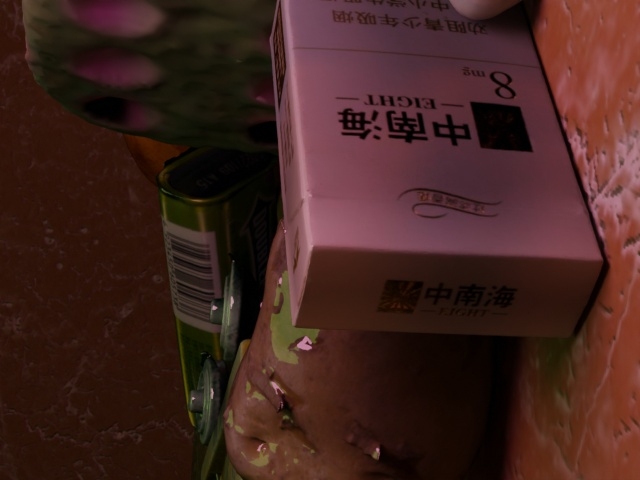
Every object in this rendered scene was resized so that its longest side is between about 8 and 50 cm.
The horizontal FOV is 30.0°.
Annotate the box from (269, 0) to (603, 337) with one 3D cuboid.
[{"bbox_3d":[0.054,-0.058,0.679,0.067,0.155,0.242,101,169,-46],"label":"box"}]

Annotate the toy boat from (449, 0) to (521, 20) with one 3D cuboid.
[{"bbox_3d":[0.083,-0.300,0.675,0.215,0.123,0.329,132,138,-77],"label":"toy boat"}]

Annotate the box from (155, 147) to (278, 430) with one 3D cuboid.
[{"bbox_3d":[-0.098,0.055,1.302,0.134,0.097,0.345,-44,-36,-42],"label":"box"}]

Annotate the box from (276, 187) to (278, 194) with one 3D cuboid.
[{"bbox_3d":[-0.116,-0.112,1.891,0.201,0.090,0.144,105,164,-54],"label":"box"}]

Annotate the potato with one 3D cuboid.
[{"bbox_3d":[0.032,0.078,0.756,0.165,0.165,0.262,-131,57,-76],"label":"potato"}]

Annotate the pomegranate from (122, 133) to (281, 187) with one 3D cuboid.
[{"bbox_3d":[-0.116,-0.179,1.425,0.264,0.264,0.264,-177,90,-80],"label":"pomegranate"}]

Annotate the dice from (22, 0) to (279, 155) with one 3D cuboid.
[{"bbox_3d":[-0.061,-0.263,0.925,0.322,0.319,0.330,116,156,-69],"label":"dice"}]

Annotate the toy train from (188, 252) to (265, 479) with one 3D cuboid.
[{"bbox_3d":[-0.037,0.182,1.127,0.397,0.160,0.253,110,161,-58],"label":"toy train"}]
